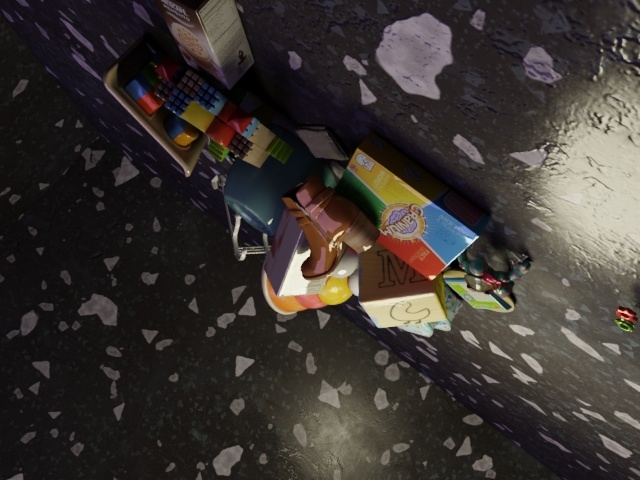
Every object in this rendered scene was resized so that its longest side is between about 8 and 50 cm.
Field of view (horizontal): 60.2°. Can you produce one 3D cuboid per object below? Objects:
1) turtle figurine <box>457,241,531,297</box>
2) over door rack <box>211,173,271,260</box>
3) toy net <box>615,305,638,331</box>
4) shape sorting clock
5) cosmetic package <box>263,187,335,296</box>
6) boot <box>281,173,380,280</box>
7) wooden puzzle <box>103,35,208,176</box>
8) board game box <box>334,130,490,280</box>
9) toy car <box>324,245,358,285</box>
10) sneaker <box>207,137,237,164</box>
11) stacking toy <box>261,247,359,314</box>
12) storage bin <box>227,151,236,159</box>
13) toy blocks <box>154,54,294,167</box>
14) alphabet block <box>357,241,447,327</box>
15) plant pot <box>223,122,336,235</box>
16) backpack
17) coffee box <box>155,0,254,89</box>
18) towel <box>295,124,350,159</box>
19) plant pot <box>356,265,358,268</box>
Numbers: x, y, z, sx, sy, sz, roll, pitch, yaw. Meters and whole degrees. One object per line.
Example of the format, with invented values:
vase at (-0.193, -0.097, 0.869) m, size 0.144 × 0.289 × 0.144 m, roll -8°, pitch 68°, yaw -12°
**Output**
turtle figurine at (0.380, 0.068, 1.276) m, size 0.175 × 0.118 × 0.234 m, roll 31°, pitch 171°, yaw 29°
over door rack at (-0.196, -0.094, 1.798) m, size 0.108 × 0.240 × 0.324 m, roll -49°, pitch 53°, yaw 44°
toy net at (0.612, 0.126, 0.998) m, size 0.122 × 0.045 × 0.232 m, roll 32°, pitch 165°, yaw 31°
shape sorting clock at (0.433, 0.136, 1.513) m, size 0.206 × 0.040 × 0.206 m, roll 33°, pitch 163°, yaw 12°
cosmetic package at (-0.039, 0.007, 1.537) m, size 0.153 × 0.296 × 0.129 m, roll 0°, pitch -138°, yaw -31°
boot at (-0.019, -0.026, 1.340) m, size 0.220 × 0.109 × 0.283 m, roll 41°, pitch 142°, yaw -14°
wooden puzzle at (-0.431, -0.397, 1.582) m, size 0.348 × 0.081 × 0.322 m, roll 53°, pitch -157°, yaw -29°
board game box at (0.188, -0.069, 1.259) m, size 0.316 × 0.064 × 0.242 m, roll 36°, pitch 149°, yaw 5°
toy car at (0.076, 0.038, 1.672) m, size 0.219 × 0.238 × 0.210 m, roll 35°, pitch 173°, yaw 12°
sneaker at (-0.355, -0.344, 1.897) m, size 0.098 × 0.083 × 0.223 m, roll 35°, pitch 169°, yaw 35°
stacking toy at (0.029, 0.164, 2.263) m, size 0.480 × 0.350 × 0.350 m, roll 7°, pitch 150°, yaw 37°
storage bin at (-0.258, -0.320, 1.706) m, size 0.122 × 0.084 × 0.180 m, roll 32°, pitch 167°, yaw 25°
toy blocks at (-0.266, -0.315, 1.337) m, size 0.381 × 0.190 × 0.261 m, roll 37°, pitch -175°, yaw 9°
alphabet block at (0.220, 0.106, 1.484) m, size 0.197 × 0.193 × 0.192 m, roll -10°, pitch 148°, yaw 19°
plant pot at (-0.141, -0.158, 1.611) m, size 0.293 × 0.235 × 0.293 m, roll 36°, pitch 167°, yaw 10°
backpack at (0.309, 0.190, 1.729) m, size 0.253 × 0.191 × 0.225 m, roll 37°, pitch 161°, yaw -35°
coffee box at (-0.244, -0.454, 1.164) m, size 0.141 × 0.098 × 0.246 m, roll 34°, pitch 167°, yaw 18°
towel at (0.003, -0.245, 1.387) m, size 0.110 × 0.027 × 0.148 m, roll 47°, pitch 164°, yaw -33°
plant pot at (0.131, 0.037, 1.863) m, size 0.109 × 0.096 × 0.109 m, roll 41°, pitch 168°, yaw -11°
